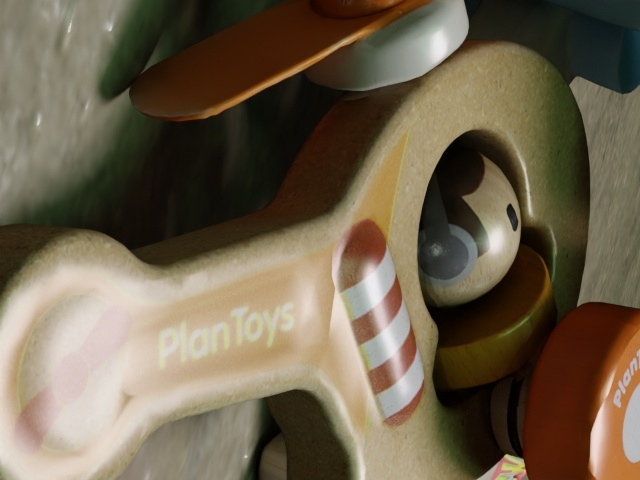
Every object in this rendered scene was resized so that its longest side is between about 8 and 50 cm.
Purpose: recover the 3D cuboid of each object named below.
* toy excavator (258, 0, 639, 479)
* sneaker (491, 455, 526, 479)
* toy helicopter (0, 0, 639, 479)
[{"bbox_3d":[0.099,-0.121,0.910,0.445,0.222,0.433,-52,154,-28],"label":"toy excavator"},{"bbox_3d":[0.129,0.126,1.329,0.208,0.094,0.081,84,22,-52],"label":"sneaker"},{"bbox_3d":[0.000,0.000,0.681,0.355,0.140,0.235,-14,110,-54],"label":"toy helicopter"}]
